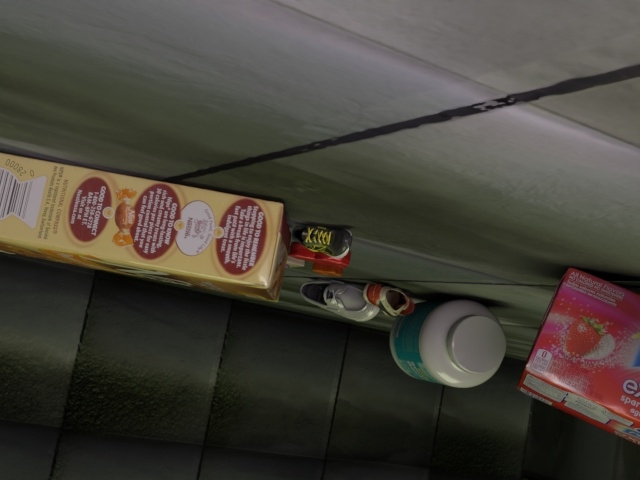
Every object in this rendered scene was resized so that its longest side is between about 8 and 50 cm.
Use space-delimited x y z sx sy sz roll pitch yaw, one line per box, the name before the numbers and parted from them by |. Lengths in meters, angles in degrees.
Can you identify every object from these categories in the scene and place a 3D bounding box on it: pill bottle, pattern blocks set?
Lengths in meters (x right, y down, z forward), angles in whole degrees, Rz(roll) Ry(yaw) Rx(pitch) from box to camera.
pill bottle | 0.220 0.174 1.451 0.146 0.146 0.264 12 172 -10
pattern blocks set | -0.104 0.017 1.193 0.285 0.026 0.325 12 173 -5

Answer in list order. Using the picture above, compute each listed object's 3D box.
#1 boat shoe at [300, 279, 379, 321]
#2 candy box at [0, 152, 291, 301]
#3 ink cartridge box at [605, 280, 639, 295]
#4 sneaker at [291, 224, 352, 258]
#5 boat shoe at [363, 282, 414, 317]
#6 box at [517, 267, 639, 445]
boat shoe | 0.032 0.098 1.507 0.063 0.066 0.184 15 -179 -36
candy box | -0.193 -0.011 0.863 0.316 0.087 0.183 11 172 2
ink cartridge box | 0.406 0.092 0.932 0.235 0.056 0.171 12 173 -24
sneaker | 0.000 0.000 0.888 0.035 0.031 0.083 16 171 -35
boat shoe | 0.125 0.102 1.435 0.043 0.049 0.137 2 164 37
box | 0.344 0.143 0.866 0.257 0.122 0.128 23 167 16
